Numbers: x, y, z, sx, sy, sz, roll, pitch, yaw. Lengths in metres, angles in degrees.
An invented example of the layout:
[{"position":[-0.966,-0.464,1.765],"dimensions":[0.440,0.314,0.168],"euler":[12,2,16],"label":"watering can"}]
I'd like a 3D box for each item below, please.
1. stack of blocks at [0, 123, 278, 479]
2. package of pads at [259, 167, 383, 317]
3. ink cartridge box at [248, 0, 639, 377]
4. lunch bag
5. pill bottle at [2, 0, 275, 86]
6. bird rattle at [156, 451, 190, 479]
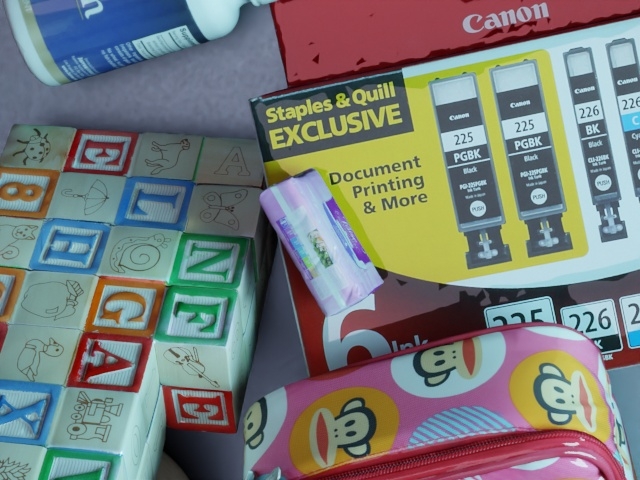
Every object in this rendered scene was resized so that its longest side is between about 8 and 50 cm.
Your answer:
[{"position":[-0.132,0.065,1.118],"dimensions":[0.171,0.297,0.087],"euler":[5,136,7],"label":"stack of blocks"},{"position":[0.000,0.000,1.082],"dimensions":[0.032,0.050,0.083],"euler":[-31,91,19],"label":"package of pads"},{"position":[0.126,-0.056,1.149],"dimensions":[0.309,0.130,0.272],"euler":[-12,95,9],"label":"ink cartridge box"},{"position":[0.068,0.187,1.128],"dimensions":[0.258,0.120,0.293],"euler":[-14,135,11],"label":"lunch bag"},{"position":[-0.107,-0.163,1.182],"dimensions":[0.169,0.094,0.094],"euler":[-16,95,9],"label":"pill bottle"},{"position":[-0.123,0.220,1.164],"dimensions":[0.253,0.143,0.207],"euler":[-18,104,-32],"label":"bird rattle"}]
